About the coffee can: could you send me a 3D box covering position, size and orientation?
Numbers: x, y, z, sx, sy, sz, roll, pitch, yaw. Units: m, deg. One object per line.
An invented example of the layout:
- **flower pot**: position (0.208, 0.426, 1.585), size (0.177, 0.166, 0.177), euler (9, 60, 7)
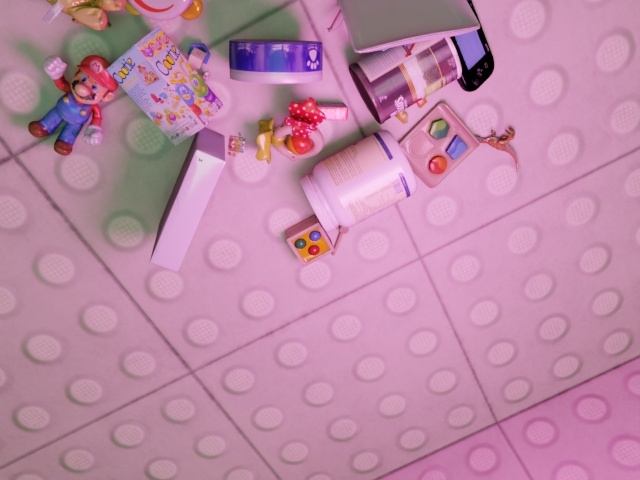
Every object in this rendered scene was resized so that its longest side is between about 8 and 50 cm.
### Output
- **coffee can**: position (0.252, -0.508, 1.567), size (0.275, 0.201, 0.201), euler (-30, 116, 6)

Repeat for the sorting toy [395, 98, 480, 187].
- **sorting toy**: position (0.362, -0.345, 1.743), size (0.229, 0.041, 0.307), euler (-43, 112, 15)

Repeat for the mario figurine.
- **mario figurine**: position (-0.707, -0.390, 1.484), size (0.320, 0.170, 0.198), euler (-44, 148, 20)

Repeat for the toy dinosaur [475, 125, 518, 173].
- **toy dinosaur**: position (0.631, -0.331, 1.798), size (0.212, 0.064, 0.112), euler (25, 133, -9)

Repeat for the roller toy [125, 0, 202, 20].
- **roller toy**: position (-0.424, -0.702, 1.398), size (0.210, 0.146, 0.191), euler (8, 121, -3)

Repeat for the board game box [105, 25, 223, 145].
- **board game box**: position (-0.441, -0.440, 1.497), size (0.144, 0.142, 0.275), euler (-21, 121, 33)

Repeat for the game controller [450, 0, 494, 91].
- **game controller**: position (0.438, -0.623, 1.594), size (0.166, 0.067, 0.319), euler (-41, 118, -15)

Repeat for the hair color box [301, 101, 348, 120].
- **hair color box**: position (0.012, -0.410, 1.648), size (0.141, 0.072, 0.043), euler (0, 116, -8)

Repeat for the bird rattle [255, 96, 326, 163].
- **bird rattle**: position (-0.078, -0.333, 1.623), size (0.254, 0.143, 0.207), euler (-22, 146, 27)

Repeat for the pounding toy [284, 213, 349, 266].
- **pounding toy**: position (0.009, 0.004, 1.831), size (0.206, 0.094, 0.181), euler (-28, 116, 5)

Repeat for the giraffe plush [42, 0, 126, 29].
- **giraffe plush**: position (-0.623, -0.636, 1.387), size (0.210, 0.170, 0.181), euler (-29, 106, 0)

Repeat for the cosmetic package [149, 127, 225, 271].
- **cosmetic package**: position (-0.403, -0.136, 1.594), size (0.098, 0.284, 0.377), euler (22, 110, -18)

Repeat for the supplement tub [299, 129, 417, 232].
- **supplement tub**: position (0.120, -0.186, 1.679), size (0.325, 0.235, 0.235), euler (-27, 116, 4)

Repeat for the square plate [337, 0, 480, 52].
- **square plate**: position (0.220, -0.662, 1.452), size (0.344, 0.347, 0.049), euler (-13, 152, -3)

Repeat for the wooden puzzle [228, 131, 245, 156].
- **wooden puzzle**: position (-0.271, -0.311, 1.686), size (0.050, 0.006, 0.083), euler (7, 114, -12)

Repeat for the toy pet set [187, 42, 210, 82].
- **toy pet set**: position (-0.381, -0.531, 1.548), size (0.122, 0.065, 0.114), euler (25, 144, -16)

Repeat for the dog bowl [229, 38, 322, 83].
- **dog bowl**: position (-0.125, -0.510, 1.471), size (0.265, 0.265, 0.104), euler (-2, 113, -8)

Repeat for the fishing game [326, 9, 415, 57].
- **fishing game**: position (0.168, -0.631, 1.492), size (0.264, 0.041, 0.189), euler (28, 78, 16)
